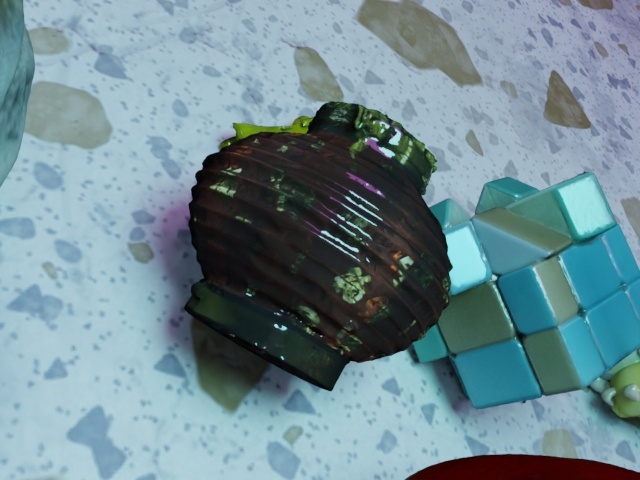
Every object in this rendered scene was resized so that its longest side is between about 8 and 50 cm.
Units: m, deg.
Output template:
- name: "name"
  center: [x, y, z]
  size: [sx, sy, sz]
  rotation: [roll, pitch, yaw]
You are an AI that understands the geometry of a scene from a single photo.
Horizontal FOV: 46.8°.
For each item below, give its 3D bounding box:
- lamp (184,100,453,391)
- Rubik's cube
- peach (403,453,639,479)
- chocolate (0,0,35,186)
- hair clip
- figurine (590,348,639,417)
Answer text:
- name: "lamp"
  center: [0.000, 0.000, 0.632]
  size: [0.246, 0.247, 0.247]
  rotation: [19, 51, -25]
- name: "Rubik's cube"
  center: [0.212, 0.035, 0.765]
  size: [0.265, 0.224, 0.213]
  rotation: [-17, 82, -43]
- name: "peach"
  center: [0.179, 0.281, 0.492]
  size: [0.281, 0.338, 0.281]
  rotation: [7, 82, -55]
- name: "chocolate"
  center: [-0.310, -0.123, 0.477]
  size: [0.303, 0.303, 0.213]
  rotation: [52, 22, 5]
- name: "hair clip"
  center: [-0.025, -0.104, 0.813]
  size: [0.173, 0.046, 0.072]
  rotation: [-17, 75, -41]
- name: "figurine"
  center: [0.374, 0.140, 0.898]
  size: [0.235, 0.127, 0.155]
  rotation: [28, 57, -11]
